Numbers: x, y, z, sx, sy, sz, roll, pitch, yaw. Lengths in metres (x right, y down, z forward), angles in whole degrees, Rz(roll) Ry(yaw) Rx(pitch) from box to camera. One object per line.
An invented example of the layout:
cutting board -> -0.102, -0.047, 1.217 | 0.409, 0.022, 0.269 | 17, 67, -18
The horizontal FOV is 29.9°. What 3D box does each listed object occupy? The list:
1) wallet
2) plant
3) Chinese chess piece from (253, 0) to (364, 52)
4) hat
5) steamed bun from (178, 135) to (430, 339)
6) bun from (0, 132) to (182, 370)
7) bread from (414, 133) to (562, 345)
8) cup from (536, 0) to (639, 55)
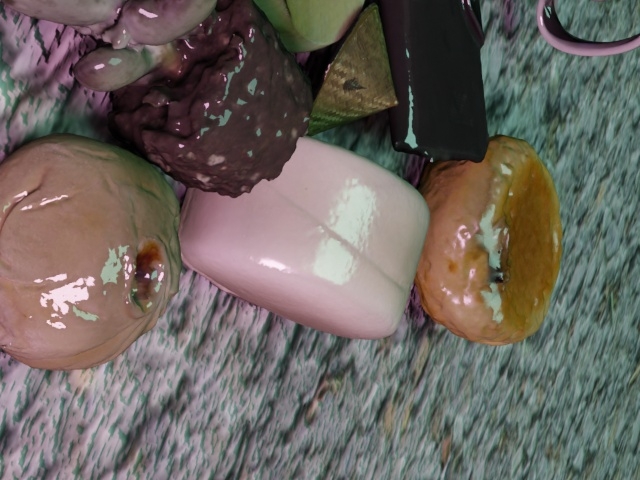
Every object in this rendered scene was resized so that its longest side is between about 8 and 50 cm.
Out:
wallet -> 0.115, -0.261, 1.240 | 0.197, 0.051, 0.377 | 3, 83, -57
plant -> -0.119, -0.147, 0.874 | 0.274, 0.149, 0.146 | 50, 55, -45
Chinese chess piece -> -0.025, -0.260, 1.058 | 0.188, 0.083, 0.188 | -18, 110, -58
hat -> 0.045, -0.145, 1.133 | 0.146, 0.067, 0.146 | -60, 175, -9
steamed bun -> 0.000, 0.000, 1.071 | 0.242, 0.164, 0.146 | 35, 69, -55
bun -> -0.165, 0.012, 0.865 | 0.167, 0.113, 0.173 | 7, 91, -56
bread -> 0.183, 0.003, 1.383 | 0.244, 0.134, 0.244 | -11, 104, -52
cup -> 0.328, -0.364, 1.420 | 0.219, 0.258, 0.289 | -27, 119, -46
